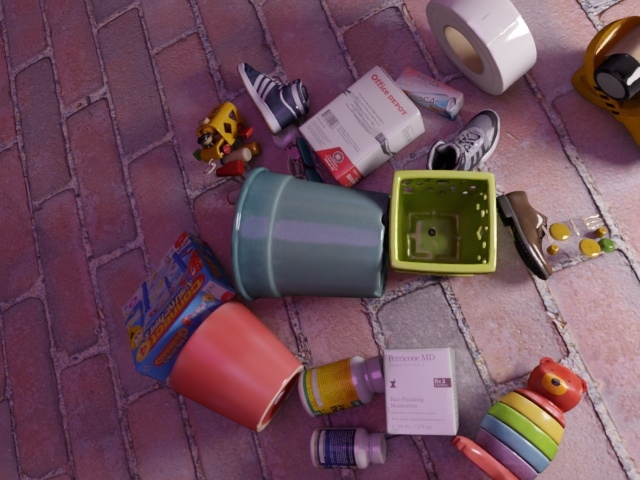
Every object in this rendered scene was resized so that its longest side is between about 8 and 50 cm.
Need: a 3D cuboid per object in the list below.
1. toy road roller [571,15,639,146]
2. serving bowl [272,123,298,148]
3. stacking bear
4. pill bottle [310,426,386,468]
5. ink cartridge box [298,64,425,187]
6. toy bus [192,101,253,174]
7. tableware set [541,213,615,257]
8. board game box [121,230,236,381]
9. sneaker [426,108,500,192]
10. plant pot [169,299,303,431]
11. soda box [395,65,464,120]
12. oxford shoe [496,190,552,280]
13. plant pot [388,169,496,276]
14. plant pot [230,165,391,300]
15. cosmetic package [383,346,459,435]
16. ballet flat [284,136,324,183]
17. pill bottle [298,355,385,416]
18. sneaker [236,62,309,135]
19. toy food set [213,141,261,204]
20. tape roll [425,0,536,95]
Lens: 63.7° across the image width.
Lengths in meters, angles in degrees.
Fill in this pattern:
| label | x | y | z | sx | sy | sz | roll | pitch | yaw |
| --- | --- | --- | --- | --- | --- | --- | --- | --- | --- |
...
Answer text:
| label | x | y | z | sx | sy | sz | roll | pitch | yaw |
| --- | --- | --- | --- | --- | --- | --- | --- | --- | --- |
| toy road roller | 0.732 | -0.349 | 1.162 | 0.202 | 0.240 | 0.329 | -44 | 105 | 5 |
| serving bowl | -0.107 | -0.312 | 1.515 | 0.083 | 0.027 | 0.083 | -5 | 76 | 19 |
| stacking bear | 0.444 | 0.385 | 1.097 | 0.175 | 0.164 | 0.289 | 35 | 80 | 36 |
| pill bottle | 0.068 | 0.498 | 1.236 | 0.170 | 0.094 | 0.094 | -7 | 76 | 18 |
| ink cartridge box | 0.113 | -0.301 | 1.388 | 0.273 | 0.114 | 0.197 | -37 | 68 | 9 |
| toy bus | -0.309 | -0.313 | 1.503 | 0.191 | 0.104 | 0.202 | -38 | 33 | 0 |
| tableware set | 0.586 | -0.001 | 1.174 | 0.154 | 0.024 | 0.104 | -12 | 63 | -8 |
| board game box | -0.397 | 0.167 | 1.405 | 0.308 | 0.086 | 0.302 | -51 | 36 | 3 |
| sneaker | 0.350 | -0.225 | 1.265 | 0.101 | 0.153 | 0.268 | 36 | 92 | 22 |
| plant pot | -0.194 | 0.328 | 1.295 | 0.243 | 0.275 | 0.274 | 32 | 90 | 13 |
| soda box | 0.290 | -0.394 | 1.376 | 0.183 | 0.058 | 0.063 | 35 | 91 | 23 |
| oxford shoe | 0.499 | -0.018 | 1.208 | 0.096 | 0.083 | 0.227 | -20 | 75 | 6 |
| plant pot | 0.273 | -0.026 | 1.204 | 0.227 | 0.207 | 0.228 | 2 | 79 | 7 |
| plant pot | 0.000 | 0.000 | 1.265 | 0.334 | 0.341 | 0.340 | 6 | 80 | 12 |
| cosmetic package | 0.233 | 0.341 | 1.181 | 0.151 | 0.151 | 0.183 | -6 | 76 | 17 |
| ballet flat | -0.047 | -0.189 | 1.450 | 0.079 | 0.077 | 0.221 | -36 | 63 | 29 |
| pill bottle | 0.061 | 0.351 | 1.260 | 0.209 | 0.117 | 0.117 | -20 | 72 | 14 |
| sneaker | -0.133 | -0.447 | 1.519 | 0.153 | 0.099 | 0.282 | -31 | 64 | 3 |
| toy food set | -0.240 | -0.177 | 1.492 | 0.105 | 0.111 | 0.232 | -10 | 76 | 30 |
| tape roll | 0.382 | -0.491 | 1.243 | 0.100 | 0.286 | 0.286 | -40 | 68 | 7 |
